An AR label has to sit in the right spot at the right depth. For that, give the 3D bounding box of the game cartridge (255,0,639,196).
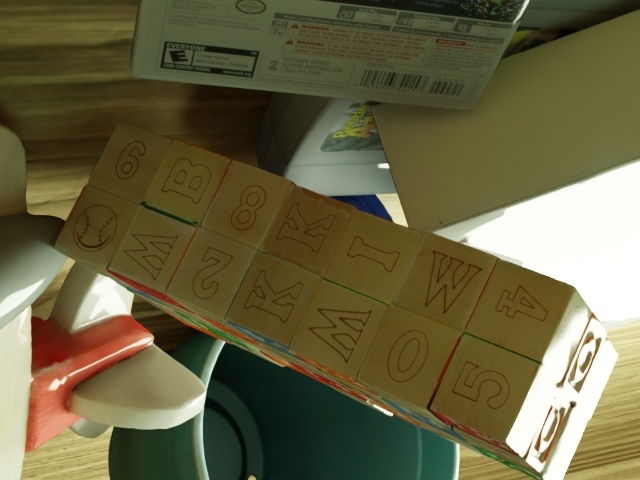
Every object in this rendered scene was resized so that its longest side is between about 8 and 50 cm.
[{"bbox_3d":[0.084,-0.110,0.775,0.196,0.060,0.294,0,154,-30],"label":"game cartridge"}]

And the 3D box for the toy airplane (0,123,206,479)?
[{"bbox_3d":[-0.243,0.143,0.825,0.384,0.272,0.386,-42,138,1],"label":"toy airplane"}]

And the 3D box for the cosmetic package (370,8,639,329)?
[{"bbox_3d":[0.216,-0.032,0.866,0.285,0.097,0.377,-21,159,8],"label":"cosmetic package"}]

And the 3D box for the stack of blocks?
[{"bbox_3d":[0.015,0.040,0.748,0.297,0.087,0.171,21,170,28],"label":"stack of blocks"}]

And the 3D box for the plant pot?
[{"bbox_3d":[-0.060,0.191,1.159,0.272,0.271,0.255,-1,168,-37],"label":"plant pot"}]

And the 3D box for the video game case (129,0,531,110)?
[{"bbox_3d":[0.011,-0.129,0.616,0.191,0.022,0.173,5,148,-12],"label":"video game case"}]

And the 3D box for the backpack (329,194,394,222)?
[{"bbox_3d":[0.000,0.000,0.929,0.101,0.098,0.120,-39,178,-43],"label":"backpack"}]
